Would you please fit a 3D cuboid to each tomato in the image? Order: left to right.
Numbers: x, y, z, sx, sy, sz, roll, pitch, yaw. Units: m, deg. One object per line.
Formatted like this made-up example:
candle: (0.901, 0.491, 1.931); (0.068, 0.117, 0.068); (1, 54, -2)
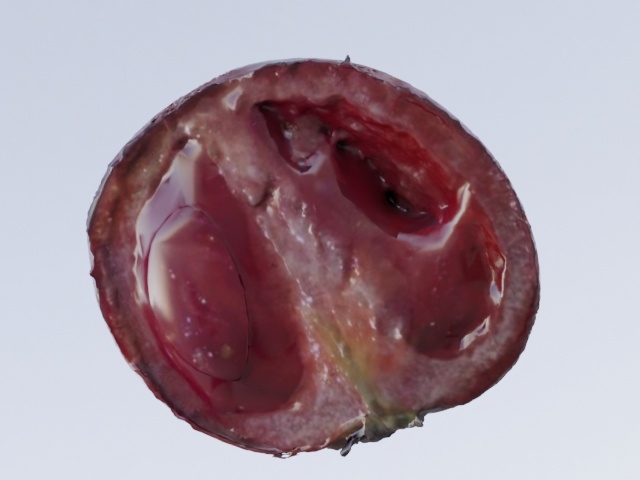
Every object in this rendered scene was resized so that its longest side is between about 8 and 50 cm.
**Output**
tomato: (0.000, 0.000, 0.868); (0.189, 0.173, 0.099); (-20, 10, 13)
